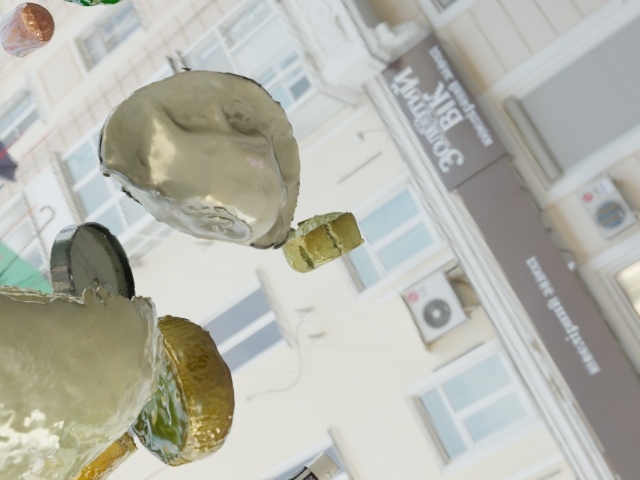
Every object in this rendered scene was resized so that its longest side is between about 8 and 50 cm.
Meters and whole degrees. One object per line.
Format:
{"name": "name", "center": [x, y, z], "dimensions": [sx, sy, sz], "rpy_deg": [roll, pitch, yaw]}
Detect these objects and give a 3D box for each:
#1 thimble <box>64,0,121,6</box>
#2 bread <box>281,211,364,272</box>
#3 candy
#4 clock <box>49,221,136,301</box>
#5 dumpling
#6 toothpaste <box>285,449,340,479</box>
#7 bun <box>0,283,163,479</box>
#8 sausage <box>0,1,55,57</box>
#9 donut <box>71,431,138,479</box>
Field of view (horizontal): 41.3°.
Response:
{"name": "thimble", "center": [-0.195, -0.255, 0.682], "dimensions": [0.130, 0.090, 0.118], "rpy_deg": [26, -131, -20]}
{"name": "bread", "center": [0.000, 0.000, 1.258], "dimensions": [0.156, 0.117, 0.064], "rpy_deg": [-122, 12, -82]}
{"name": "candy", "center": [-0.247, 0.254, 1.441], "dimensions": [0.118, 0.260, 0.260], "rpy_deg": [-16, -109, -40]}
{"name": "clock", "center": [-0.395, 0.071, 1.490], "dimensions": [0.215, 0.042, 0.215], "rpy_deg": [-14, -90, -74]}
{"name": "dumpling", "center": [-0.101, -0.084, 0.868], "dimensions": [0.247, 0.172, 0.142], "rpy_deg": [27, 177, -40]}
{"name": "toothpaste", "center": [-0.055, 0.393, 1.265], "dimensions": [0.045, 0.193, 0.071], "rpy_deg": [18, 144, 55]}
{"name": "bun", "center": [-0.301, 0.117, 0.622], "dimensions": [0.364, 0.364, 0.202], "rpy_deg": [17, -103, -56]}
{"name": "sausage", "center": [-0.502, -0.356, 1.440], "dimensions": [0.077, 0.194, 0.077], "rpy_deg": [-2, -87, -32]}
{"name": "donut", "center": [-0.330, 0.290, 1.127], "dimensions": [0.101, 0.152, 0.259], "rpy_deg": [47, 167, 3]}
